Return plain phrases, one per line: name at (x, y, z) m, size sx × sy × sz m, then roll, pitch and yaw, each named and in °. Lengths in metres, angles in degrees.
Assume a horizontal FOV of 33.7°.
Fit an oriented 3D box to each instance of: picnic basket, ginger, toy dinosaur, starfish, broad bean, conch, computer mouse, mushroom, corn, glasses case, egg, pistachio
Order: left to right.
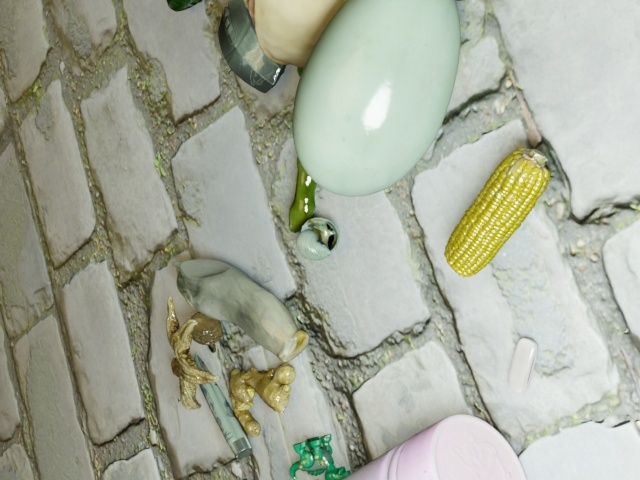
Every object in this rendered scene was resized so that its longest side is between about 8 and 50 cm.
starfish at (-0.264, 0.226, 2.078) m, size 0.277 × 0.062 × 0.235 m, roll -176°, pitch 75°, yaw -71°
picnic basket at (-0.227, 0.185, 2.104) m, size 0.072 × 0.072 × 0.083 m, roll 50°, pitch 156°, yaw 34°
mushroom at (-0.151, 0.120, 1.990) m, size 0.351 × 0.097 × 0.109 m, roll 27°, pitch 108°, yaw 41°
computer mouse at (-0.139, -0.371, 1.976) m, size 0.126 × 0.071 × 0.231 m, roll -51°, pitch 55°, yaw 36°
ginger at (-0.120, 0.287, 1.991) m, size 0.176 × 0.053 × 0.193 m, roll 35°, pitch 118°, yaw 40°
broad bean at (-0.018, -0.126, 1.872) m, size 0.053 × 0.052 × 0.256 m, roll -87°, pitch 8°, yaw -72°
pistachio at (-0.013, -0.422, 1.723) m, size 0.309 × 0.230 × 0.229 m, roll -46°, pitch 58°, yaw 53°
toy dinosaur at (-0.007, 0.399, 1.872) m, size 0.132 × 0.059 × 0.096 m, roll -22°, pitch 80°, yaw 37°
conch at (0.001, 0.000, 1.848) m, size 0.085 × 0.056 × 0.076 m, roll 21°, pitch 87°, yaw 25°
egg at (0.089, -0.241, 1.616) m, size 0.230 × 0.230 × 0.371 m, roll 40°, pitch 113°, yaw 39°
corn at (0.258, -0.041, 1.549) m, size 0.080 × 0.080 × 0.238 m, roll 56°, pitch 131°, yaw 30°
glasses case at (0.297, 0.184, 1.553) m, size 0.032 × 0.021 × 0.083 m, roll 25°, pitch 109°, yaw 47°

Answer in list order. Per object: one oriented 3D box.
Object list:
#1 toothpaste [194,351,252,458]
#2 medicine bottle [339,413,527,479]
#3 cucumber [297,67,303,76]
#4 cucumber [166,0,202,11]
toothpaste at (-0.201, 0.325, 2.090) m, size 0.239 × 0.039 × 0.062 m, roll 56°, pitch 154°, yaw 31°
medicine bottle at (0.141, 0.414, 1.599) m, size 0.316 × 0.202 × 0.202 m, roll -41°, pitch 62°, yaw 41°
cucumber at (0.012, -0.277, 1.840) m, size 0.155 × 0.037 × 0.037 m, roll 29°, pitch 112°, yaw 45°
cucumber at (-0.229, -0.518, 2.074) m, size 0.227 × 0.069 × 0.069 m, roll -26°, pitch 72°, yaw 42°
